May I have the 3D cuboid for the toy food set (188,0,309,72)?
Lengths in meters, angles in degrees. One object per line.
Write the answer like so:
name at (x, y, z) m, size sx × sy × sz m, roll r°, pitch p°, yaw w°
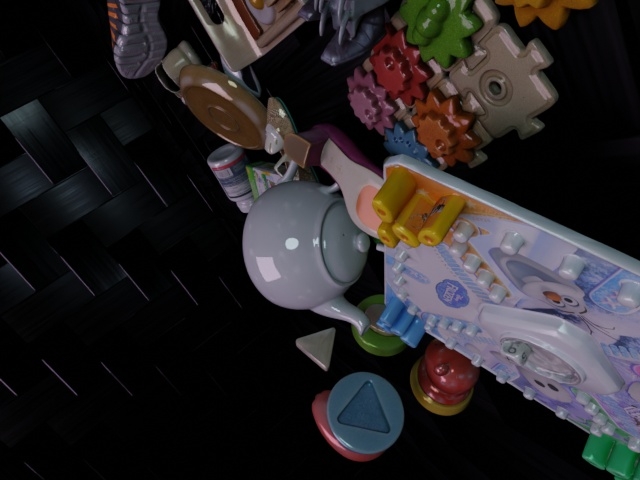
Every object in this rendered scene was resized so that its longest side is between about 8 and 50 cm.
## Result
toy food set at (-0.122, -0.353, 0.527) m, size 0.220 × 0.092 × 0.306 m, roll 60°, pitch 163°, yaw -21°

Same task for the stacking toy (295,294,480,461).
stacking toy at (0.115, 0.220, 0.769) m, size 0.280 × 0.308 × 0.130 m, roll 55°, pitch 159°, yaw 30°

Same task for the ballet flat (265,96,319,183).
ballet flat at (-0.066, -0.168, 0.801) m, size 0.073 × 0.067 × 0.206 m, roll 32°, pitch 153°, yaw 57°

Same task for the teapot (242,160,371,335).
teapot at (0.000, 0.000, 0.739) m, size 0.186 × 0.253 × 0.256 m, roll -5°, pitch 143°, yaw 36°

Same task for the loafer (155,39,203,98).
loafer at (-0.368, -0.423, 1.057) m, size 0.102 × 0.092 × 0.268 m, roll 57°, pitch 163°, yaw -13°

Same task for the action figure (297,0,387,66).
action figure at (0.020, -0.283, 0.283) m, size 0.185 × 0.099 × 0.285 m, roll 52°, pitch 162°, yaw 28°

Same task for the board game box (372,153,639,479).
board game box at (0.224, 0.122, 0.426) m, size 0.389 × 0.050 × 0.390 m, roll 31°, pitch 161°, yaw 22°

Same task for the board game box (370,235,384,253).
board game box at (0.179, 0.063, 0.668) m, size 0.259 × 0.039 × 0.124 m, roll 49°, pitch 164°, yaw 6°

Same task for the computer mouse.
computer mouse at (-0.169, -0.344, 0.764) m, size 0.106 × 0.042 × 0.193 m, roll 30°, pitch 152°, yaw 51°

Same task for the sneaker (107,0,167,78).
sneaker at (-0.450, -0.548, 0.968) m, size 0.180 × 0.124 × 0.321 m, roll 56°, pitch 144°, yaw 12°

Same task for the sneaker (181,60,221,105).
sneaker at (-0.261, -0.331, 0.969) m, size 0.093 × 0.088 × 0.225 m, roll 53°, pitch 166°, yaw -18°

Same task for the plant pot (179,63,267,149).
plant pot at (-0.197, -0.264, 0.871) m, size 0.236 × 0.033 × 0.236 m, roll 26°, pitch 164°, yaw 8°

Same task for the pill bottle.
pill bottle at (-0.230, -0.173, 1.173) m, size 0.108 × 0.108 × 0.180 m, roll 34°, pitch 155°, yaw 48°

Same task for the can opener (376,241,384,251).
can opener at (0.177, 0.019, 0.490) m, size 0.280 × 0.074 × 0.093 m, roll 22°, pitch 108°, yaw 52°

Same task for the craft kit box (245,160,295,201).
craft kit box at (-0.088, -0.058, 1.011) m, size 0.246 × 0.060 × 0.250 m, roll 23°, pitch 131°, yaw 55°

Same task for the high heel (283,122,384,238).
high heel at (0.065, -0.086, 0.580) m, size 0.244 × 0.117 × 0.082 m, roll 36°, pitch 127°, yaw 26°

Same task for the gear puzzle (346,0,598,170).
gear puzzle at (0.115, -0.149, 0.387) m, size 0.176 × 0.044 × 0.339 m, roll 53°, pitch 164°, yaw -2°
